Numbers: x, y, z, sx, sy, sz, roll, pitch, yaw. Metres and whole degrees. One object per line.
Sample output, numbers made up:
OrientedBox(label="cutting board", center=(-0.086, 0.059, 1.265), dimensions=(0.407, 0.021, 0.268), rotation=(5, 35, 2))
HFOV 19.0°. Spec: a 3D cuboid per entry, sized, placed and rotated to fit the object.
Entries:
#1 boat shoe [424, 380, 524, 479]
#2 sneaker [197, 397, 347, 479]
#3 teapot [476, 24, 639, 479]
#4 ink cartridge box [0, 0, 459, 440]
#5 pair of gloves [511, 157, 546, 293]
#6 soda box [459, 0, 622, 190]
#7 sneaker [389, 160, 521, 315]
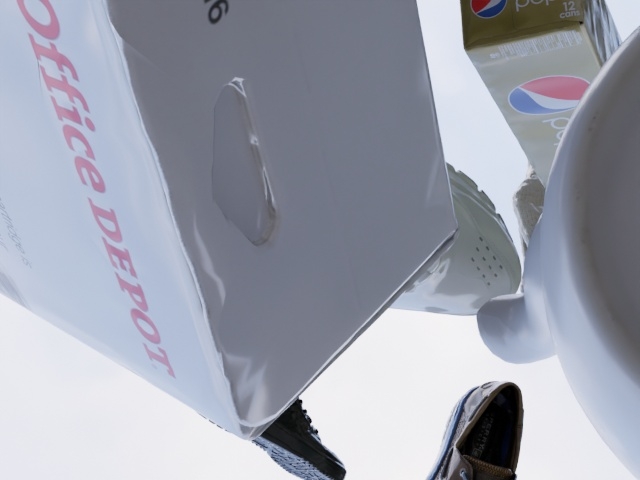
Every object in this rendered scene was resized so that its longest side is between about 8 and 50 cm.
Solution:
OrientedBox(label="boat shoe", center=(0.114, 0.187, 1.462), dimensions=(0.066, 0.066, 0.183), rotation=(19, -118, -11))
OrientedBox(label="sneaker", center=(-0.035, 0.114, 1.460), dimensions=(0.170, 0.051, 0.089), rotation=(34, -114, -21))
OrientedBox(label="teapot", center=(0.213, 0.023, 0.714), dimensions=(0.252, 0.187, 0.256), rotation=(-35, -123, -2))
OrientedBox(label="ink cartridge box", center=(-0.146, -0.120, 0.899), dimensions=(0.395, 0.285, 0.166), rotation=(27, -123, 35))
OrientedBox(label="pair of gloves", center=(0.242, 0.009, 1.341), dimensions=(0.240, 0.042, 0.204), rotation=(26, -139, -10))
OrientedBox(label="soda box", center=(0.117, -0.087, 0.945), dimensions=(0.058, 0.181, 0.061), rotation=(-10, -114, 15))
OrientedBox(label="sneaker", center=(0.000, 0.000, 1.119), dimensions=(0.297, 0.111, 0.129), rotation=(17, -151, -31))
